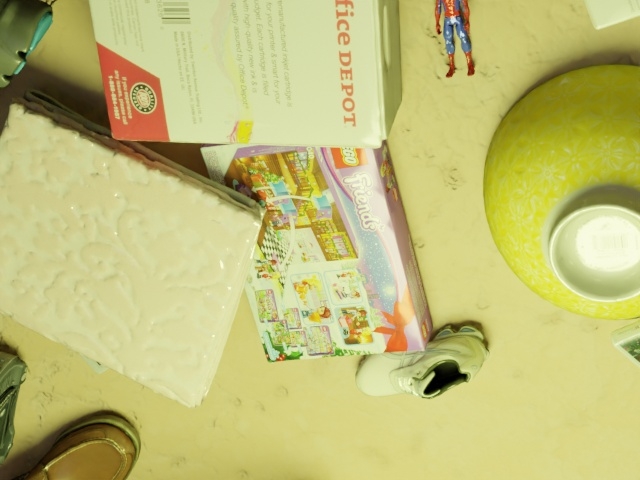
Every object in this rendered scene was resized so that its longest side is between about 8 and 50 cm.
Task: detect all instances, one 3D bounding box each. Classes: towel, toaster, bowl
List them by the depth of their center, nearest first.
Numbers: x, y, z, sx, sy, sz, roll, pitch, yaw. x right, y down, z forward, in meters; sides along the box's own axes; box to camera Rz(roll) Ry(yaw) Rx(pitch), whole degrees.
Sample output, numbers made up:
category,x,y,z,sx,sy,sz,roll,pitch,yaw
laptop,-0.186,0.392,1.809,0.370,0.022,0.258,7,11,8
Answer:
category,x,y,z,sx,sy,sz,roll,pitch,yaw
bowl,0.304,-0.022,1.462,0.289,0.156,0.289,6,120,11
towel,-0.248,0.017,1.653,0.332,0.053,0.317,27,125,6
toaster,-0.483,0.229,1.837,0.146,0.129,0.227,22,124,7

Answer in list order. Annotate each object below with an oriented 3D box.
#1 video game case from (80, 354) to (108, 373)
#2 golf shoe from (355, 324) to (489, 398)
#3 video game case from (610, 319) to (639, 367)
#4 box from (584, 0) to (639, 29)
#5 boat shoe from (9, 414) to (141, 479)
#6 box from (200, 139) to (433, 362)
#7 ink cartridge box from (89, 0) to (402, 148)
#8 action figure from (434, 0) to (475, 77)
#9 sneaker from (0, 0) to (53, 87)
category,x,y,z,sx,sy,sz,roll,pitch,yaw
video game case,-0.267,0.049,1.735,0.212,0.023,0.193,-33,106,29
golf shoe,0.112,0.156,1.655,0.176,0.086,0.069,-23,112,27
video game case,0.436,0.112,1.526,0.173,0.022,0.190,-27,139,26
box,0.294,-0.275,1.353,0.087,0.101,0.102,-17,111,24
boat shoe,-0.358,0.348,1.879,0.111,0.104,0.307,44,120,-11
box,0.000,0.000,1.614,0.201,0.057,0.293,-6,117,20
ink cartridge box,-0.075,-0.223,1.467,0.306,0.131,0.226,3,119,12
action figure,0.140,-0.227,1.467,0.038,0.030,0.115,-1,116,21
sneaker,-0.420,-0.196,1.551,0.139,0.125,0.341,36,136,-15
